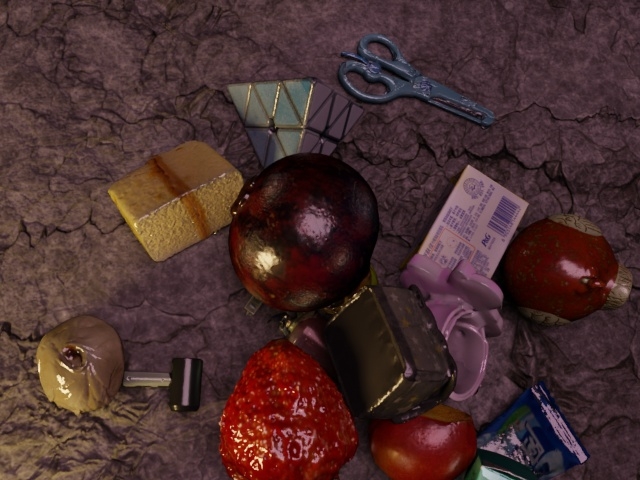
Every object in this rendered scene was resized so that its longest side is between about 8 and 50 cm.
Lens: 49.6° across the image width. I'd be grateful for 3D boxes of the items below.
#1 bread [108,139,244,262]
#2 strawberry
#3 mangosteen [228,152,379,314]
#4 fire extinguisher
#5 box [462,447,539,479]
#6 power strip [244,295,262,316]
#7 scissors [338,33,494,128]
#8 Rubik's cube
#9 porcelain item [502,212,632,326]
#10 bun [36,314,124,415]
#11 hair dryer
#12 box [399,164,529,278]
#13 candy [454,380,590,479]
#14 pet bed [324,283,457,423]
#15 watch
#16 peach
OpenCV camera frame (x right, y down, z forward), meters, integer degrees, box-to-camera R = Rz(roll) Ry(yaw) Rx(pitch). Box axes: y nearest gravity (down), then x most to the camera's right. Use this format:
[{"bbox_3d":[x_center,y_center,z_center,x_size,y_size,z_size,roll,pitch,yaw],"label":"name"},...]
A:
[{"bbox_3d":[-0.291,-0.093,1.421,0.240,0.135,0.178,-31,49,-18],"label":"bread"},{"bbox_3d":[-0.060,0.313,1.225,0.257,0.257,0.277,-7,85,-14],"label":"strawberry"},{"bbox_3d":[0.000,0.000,1.317,0.359,0.306,0.306,28,70,-14],"label":"mangosteen"},{"bbox_3d":[0.019,0.216,1.355,0.269,0.105,0.105,36,70,-1],"label":"fire extinguisher"},{"bbox_3d":[0.274,0.537,1.217,0.118,0.205,0.311,23,87,10],"label":"box"},{"bbox_3d":[-0.126,0.118,1.399,0.027,0.017,0.083,34,68,1],"label":"power strip"},{"bbox_3d":[0.227,-0.354,1.606,0.393,0.032,0.180,24,71,-5],"label":"scissors"},{"bbox_3d":[-0.048,-0.252,1.461,0.228,0.228,0.233,49,23,-33],"label":"Rubik's cube"},{"bbox_3d":[0.512,0.069,1.422,0.253,0.253,0.253,3,73,-11],"label":"porcelain item"},{"bbox_3d":[-0.433,0.218,1.242,0.166,0.113,0.173,-42,72,-15],"label":"bun"},{"bbox_3d":[-0.323,0.268,1.301,0.197,0.057,0.100,4,73,-2],"label":"hair dryer"},{"bbox_3d":[0.309,-0.010,1.487,0.168,0.097,0.265,31,70,-2],"label":"box"},{"bbox_3d":[0.368,0.446,1.376,0.331,0.077,0.187,-31,80,-15],"label":"candy"},{"bbox_3d":[0.132,0.196,1.227,0.159,0.183,0.211,10,44,-38],"label":"pet bed"},{"bbox_3d":[0.245,0.185,1.339,0.248,0.211,0.217,53,54,-38],"label":"watch"},{"bbox_3d":[0.191,0.363,1.296,0.190,0.190,0.192,46,107,4],"label":"peach"}]
